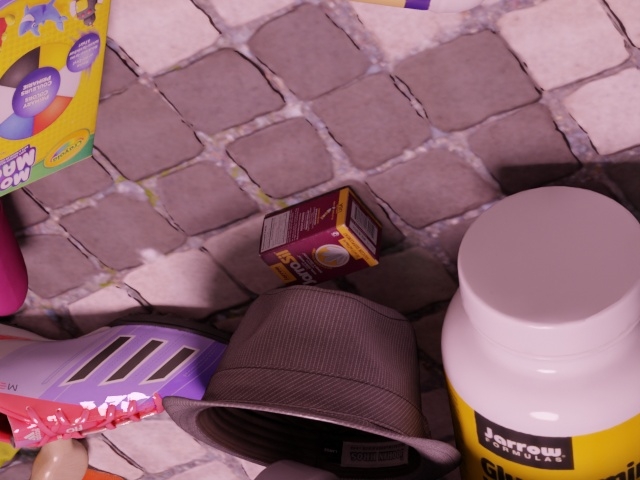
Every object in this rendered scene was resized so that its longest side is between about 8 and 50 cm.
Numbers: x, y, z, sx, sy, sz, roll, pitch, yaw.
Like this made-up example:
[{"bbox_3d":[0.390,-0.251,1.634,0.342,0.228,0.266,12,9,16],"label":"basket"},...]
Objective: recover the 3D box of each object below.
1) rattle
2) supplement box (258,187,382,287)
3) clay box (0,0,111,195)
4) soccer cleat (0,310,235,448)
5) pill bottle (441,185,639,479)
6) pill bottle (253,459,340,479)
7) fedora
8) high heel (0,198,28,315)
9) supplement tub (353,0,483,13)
[{"bbox_3d":[-0.292,0.204,1.749,0.143,0.130,0.200,11,179,32],"label":"rattle"},{"bbox_3d":[0.000,0.000,1.485,0.083,0.043,0.055,-20,133,28],"label":"supplement box"},{"bbox_3d":[-0.217,-0.111,1.315,0.053,0.127,0.222,40,139,27],"label":"clay box"},{"bbox_3d":[-0.212,0.133,1.608,0.318,0.116,0.108,1,137,8],"label":"soccer cleat"},{"bbox_3d":[0.195,0.121,1.482,0.188,0.188,0.334,-2,137,10],"label":"pill bottle"},{"bbox_3d":[0.104,0.310,1.436,0.363,0.210,0.210,17,143,23],"label":"pill bottle"},{"bbox_3d":[0.002,0.112,1.497,0.244,0.124,0.275,6,162,14],"label":"fedora"},{"bbox_3d":[-0.272,-0.081,1.383,0.181,0.127,0.377,-17,137,16],"label":"high heel"},{"bbox_3d":[-0.051,-0.265,1.049,0.331,0.241,0.241,7,138,0],"label":"supplement tub"}]
